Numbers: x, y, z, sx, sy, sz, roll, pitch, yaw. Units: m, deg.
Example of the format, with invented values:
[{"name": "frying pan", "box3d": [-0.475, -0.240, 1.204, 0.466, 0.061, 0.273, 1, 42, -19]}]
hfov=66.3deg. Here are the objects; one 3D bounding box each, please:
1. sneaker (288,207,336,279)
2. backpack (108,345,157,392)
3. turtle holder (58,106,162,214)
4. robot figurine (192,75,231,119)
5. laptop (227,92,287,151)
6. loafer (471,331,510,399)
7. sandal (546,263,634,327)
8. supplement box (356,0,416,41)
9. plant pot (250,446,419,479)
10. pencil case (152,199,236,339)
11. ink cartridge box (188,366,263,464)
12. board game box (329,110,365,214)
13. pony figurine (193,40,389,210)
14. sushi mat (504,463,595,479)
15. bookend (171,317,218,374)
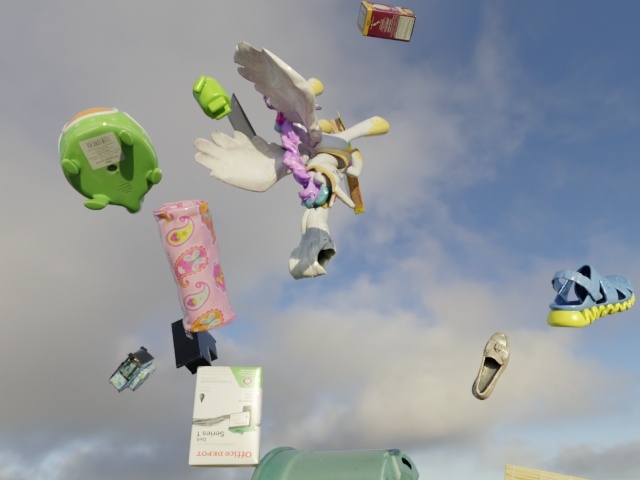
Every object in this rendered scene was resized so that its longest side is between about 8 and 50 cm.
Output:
[{"name": "sneaker", "box3d": [0.000, 0.000, 1.649, 0.152, 0.305, 0.114, -3, -35, 28]}, {"name": "backpack", "box3d": [-0.518, 0.367, 1.356, 0.114, 0.084, 0.105, -45, -1, 2]}, {"name": "turtle holder", "box3d": [-0.562, -0.225, 1.360, 0.243, 0.227, 0.320, -42, -41, 9]}, {"name": "robot figurine", "box3d": [-0.245, -0.322, 1.104, 0.067, 0.115, 0.101, -35, -29, -2]}, {"name": "laptop", "box3d": [-0.158, -0.330, 1.517, 0.264, 0.137, 0.234, 8, -3, -15]}, {"name": "loafer", "box3d": [0.298, 0.216, 0.848, 0.045, 0.125, 0.039, 21, -14, 22]}, {"name": "sandal", "box3d": [0.697, 0.124, 1.260, 0.317, 0.138, 0.126, -11, 3, -35]}, {"name": "supplement box", "box3d": [0.108, -0.362, 0.810, 0.083, 0.055, 0.043, 3, -53, -12]}, {"name": "plant pot", "box3d": [0.056, 0.644, 1.153, 0.334, 0.341, 0.341, -22, -34, 26]}, {"name": "pencil case", "box3d": [-0.267, 0.056, 1.044, 0.124, 0.284, 0.124, -10, 13, 2]}, {"name": "ink cartridge box", "box3d": [-0.219, 0.419, 1.167, 0.160, 0.220, 0.093, 1, -26, -6]}, {"name": "board game box", "box3d": [0.072, -0.206, 1.319, 0.039, 0.124, 0.260, -15, -50, -1]}, {"name": "pony figurine", "box3d": [-0.041, -0.226, 1.040, 0.351, 0.363, 0.303, 32, -53, 0]}, {"name": "sushi mat", "box3d": [0.623, 0.663, 1.220, 0.316, 0.151, 0.019, 3, -38, 21]}, {"name": "bookend", "box3d": [-0.351, 0.321, 1.402, 0.072, 0.156, 0.157, -24, -44, -1]}]
